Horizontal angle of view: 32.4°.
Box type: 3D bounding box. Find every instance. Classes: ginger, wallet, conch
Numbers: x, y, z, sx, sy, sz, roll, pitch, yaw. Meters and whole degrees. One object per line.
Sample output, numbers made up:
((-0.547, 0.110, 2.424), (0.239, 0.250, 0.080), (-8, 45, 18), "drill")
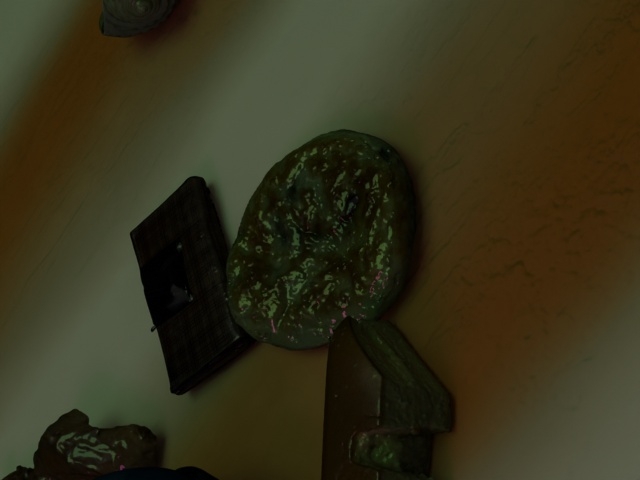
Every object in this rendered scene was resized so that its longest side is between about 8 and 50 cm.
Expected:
((-0.302, 0.274, 1.245), (0.290, 0.084, 0.122), (-33, 48, 28), "ginger")
((-0.146, 0.047, 1.223), (0.124, 0.042, 0.230), (-38, 54, 22), "wallet")
((-0.234, -0.316, 1.400), (0.135, 0.102, 0.153), (-58, 12, 23), "conch")

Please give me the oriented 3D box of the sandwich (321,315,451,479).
((0.054, 0.178, 0.957), (0.088, 0.090, 0.244), (-10, 68, 42), "sandwich")

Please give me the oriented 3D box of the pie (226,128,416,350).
((0.000, 0.000, 1.100), (0.240, 0.054, 0.241), (-17, 62, 35), "pie")

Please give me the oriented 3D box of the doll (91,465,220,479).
((-0.176, 0.349, 0.997), (0.310, 0.240, 0.284), (-46, 20, 12), "doll")
